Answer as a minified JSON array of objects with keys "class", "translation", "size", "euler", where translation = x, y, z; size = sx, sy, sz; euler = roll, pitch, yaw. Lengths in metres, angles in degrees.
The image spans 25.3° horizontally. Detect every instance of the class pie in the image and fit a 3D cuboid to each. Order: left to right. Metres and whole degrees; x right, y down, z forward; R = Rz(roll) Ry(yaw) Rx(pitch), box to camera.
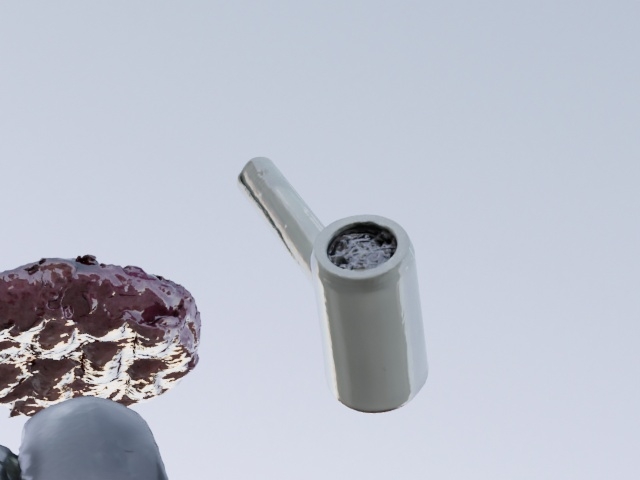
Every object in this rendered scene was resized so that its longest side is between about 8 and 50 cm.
[{"class":"pie","translation":[-0.130,0.050,0.680],"size":[0.154,0.036,0.154],"euler":[-7,-26,-3]}]

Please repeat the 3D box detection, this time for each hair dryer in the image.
[{"class":"hair dryer","translation":[0.000,0.000,1.019],"size":[0.073,0.236,0.131],"euler":[-21,-47,-13]}]

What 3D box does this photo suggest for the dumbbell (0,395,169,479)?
[{"class":"dumbbell","translation":[-0.190,0.128,0.315],"size":[0.406,0.179,0.179],"euler":[-2,-53,-13]}]
